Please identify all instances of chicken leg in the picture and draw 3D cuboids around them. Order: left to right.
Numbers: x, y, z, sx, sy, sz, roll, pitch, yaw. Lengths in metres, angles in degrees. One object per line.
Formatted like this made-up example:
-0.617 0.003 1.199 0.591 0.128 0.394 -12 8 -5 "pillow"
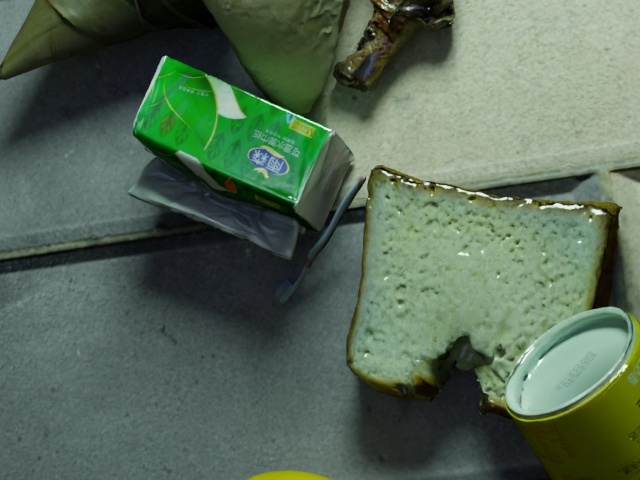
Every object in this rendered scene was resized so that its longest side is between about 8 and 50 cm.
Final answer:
0.090 -0.257 1.458 0.125 0.080 0.196 14 96 23 "chicken leg"

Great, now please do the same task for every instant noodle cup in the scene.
0.301 0.198 1.256 0.215 0.215 0.236 -39 109 7 "instant noodle cup"

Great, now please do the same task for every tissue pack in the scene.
-0.094 -0.082 1.439 0.209 0.148 0.156 24 89 13 "tissue pack"

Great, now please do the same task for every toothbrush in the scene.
0.000 0.000 1.442 0.019 0.013 0.193 48 123 21 "toothbrush"

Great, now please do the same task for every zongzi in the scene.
-0.264 -0.360 1.489 0.317 0.154 0.289 -18 81 3 "zongzi"

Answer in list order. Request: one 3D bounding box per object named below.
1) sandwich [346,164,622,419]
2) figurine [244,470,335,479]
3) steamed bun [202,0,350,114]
0.171 0.062 1.398 0.273 0.095 0.249 10 87 14 "sandwich"
-0.026 0.416 1.377 0.215 0.187 0.344 3 93 25 "figurine"
-0.022 -0.282 1.418 0.110 0.231 0.212 9 64 32 "steamed bun"
